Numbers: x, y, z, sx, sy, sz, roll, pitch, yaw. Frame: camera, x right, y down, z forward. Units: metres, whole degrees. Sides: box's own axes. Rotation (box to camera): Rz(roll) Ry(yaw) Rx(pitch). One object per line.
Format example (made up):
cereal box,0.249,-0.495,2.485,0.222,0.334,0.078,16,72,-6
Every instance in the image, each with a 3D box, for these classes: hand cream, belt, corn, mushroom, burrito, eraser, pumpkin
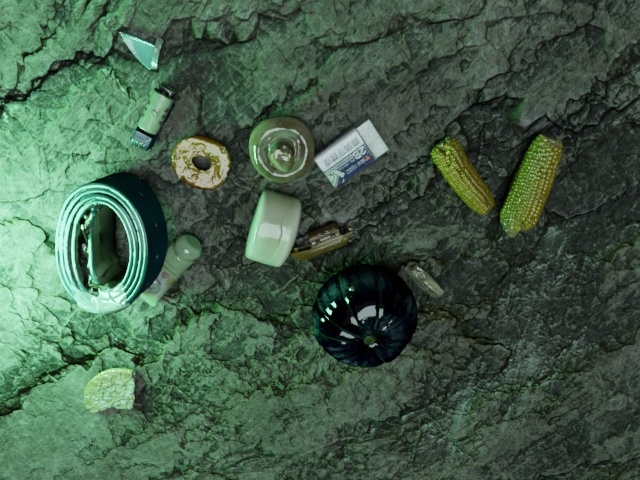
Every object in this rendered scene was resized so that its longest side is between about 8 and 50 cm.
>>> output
hand cream,-0.522,0.093,1.717,0.306,0.093,0.147,-39,108,22
belt,-0.644,0.015,1.588,0.300,0.173,0.437,16,114,6
corn,0.464,-0.197,1.654,0.102,0.102,0.313,-36,112,11
mushroom,-0.114,-0.264,1.517,0.204,0.204,0.204,-2,115,-4
corn,0.683,-0.171,1.670,0.130,0.130,0.347,12,112,-10
burrito,0.368,0.140,1.832,0.188,0.045,0.058,43,79,-18
eraser,0.093,-0.276,1.603,0.210,0.068,0.124,-34,112,10
pumpkin,0.153,0.258,1.748,0.363,0.266,0.364,-4,117,-7

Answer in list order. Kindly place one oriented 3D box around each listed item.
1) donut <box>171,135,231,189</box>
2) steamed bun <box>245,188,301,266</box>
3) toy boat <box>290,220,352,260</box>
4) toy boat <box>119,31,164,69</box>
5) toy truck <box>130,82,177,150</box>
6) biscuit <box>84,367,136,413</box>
donut,-0.365,-0.244,1.580,0.178,0.065,0.162,27,105,-15
steamed bun,-0.152,-0.030,1.641,0.146,0.164,0.242,15,111,-13
toy boat,0.000,0.000,1.725,0.226,0.068,0.088,-20,110,8
toy boat,-0.509,-0.545,1.450,0.122,0.034,0.096,20,112,-4
toy truck,-0.485,-0.360,1.500,0.074,0.088,0.202,28,110,-18
biscuit,-0.780,0.570,1.931,0.265,0.040,0.188,-39,112,14
